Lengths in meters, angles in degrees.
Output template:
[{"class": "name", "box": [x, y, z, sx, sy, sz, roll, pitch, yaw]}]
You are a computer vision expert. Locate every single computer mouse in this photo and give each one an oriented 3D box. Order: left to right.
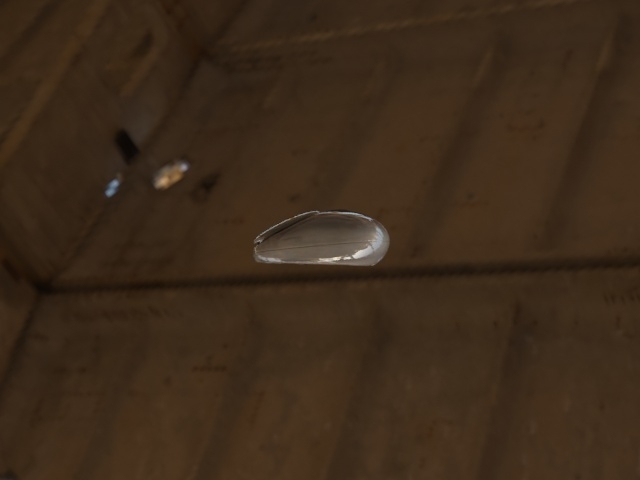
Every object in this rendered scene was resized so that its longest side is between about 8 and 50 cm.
[{"class": "computer mouse", "box": [0.001, -0.002, 0.964, 0.096, 0.066, 0.039, 1, -92, 13]}]
